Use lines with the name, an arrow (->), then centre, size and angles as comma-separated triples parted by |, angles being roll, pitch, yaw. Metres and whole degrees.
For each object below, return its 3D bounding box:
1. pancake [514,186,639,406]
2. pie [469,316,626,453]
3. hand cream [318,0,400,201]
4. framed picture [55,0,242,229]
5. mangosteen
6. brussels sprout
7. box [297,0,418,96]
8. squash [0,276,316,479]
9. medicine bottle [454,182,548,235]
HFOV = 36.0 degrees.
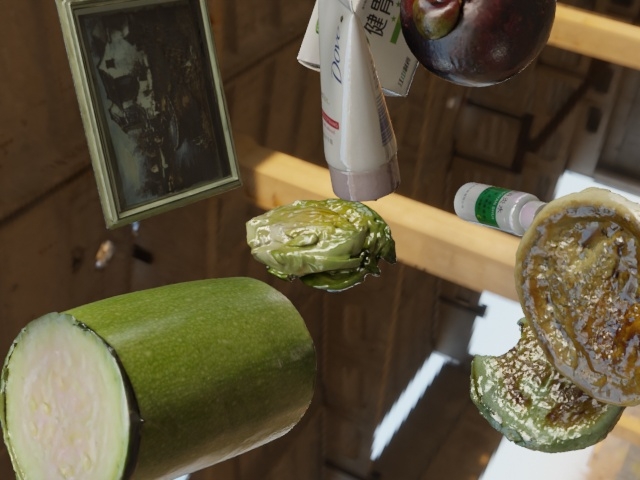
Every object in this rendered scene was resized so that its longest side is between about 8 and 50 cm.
pancake -> 0.445, 0.088, 1.547 | 0.065, 0.356, 0.356 | -14, -55, -39
pie -> 0.421, 0.253, 1.794 | 0.302, 0.303, 0.067 | -57, -37, -27
hand cream -> 0.035, -0.165, 1.089 | 0.083, 0.133, 0.247 | -17, -61, -9
framed picture -> -0.208, -0.184, 1.270 | 0.232, 0.019, 0.296 | -24, -71, -42
mangosteen -> 0.140, -0.219, 0.904 | 0.152, 0.153, 0.152 | -50, -28, -39
brussels sprout -> -0.001, 0.002, 1.250 | 0.139, 0.181, 0.100 | -80, -23, -49
box -> 0.108, -0.447, 1.804 | 0.173, 0.145, 0.332 | 14, -82, -37
squash -> -0.211, 0.191, 1.330 | 0.384, 0.263, 0.263 | -9, -62, -56
medicine bottle -> 0.399, -0.066, 2.132 | 0.095, 0.260, 0.095 | -7, -75, -29
